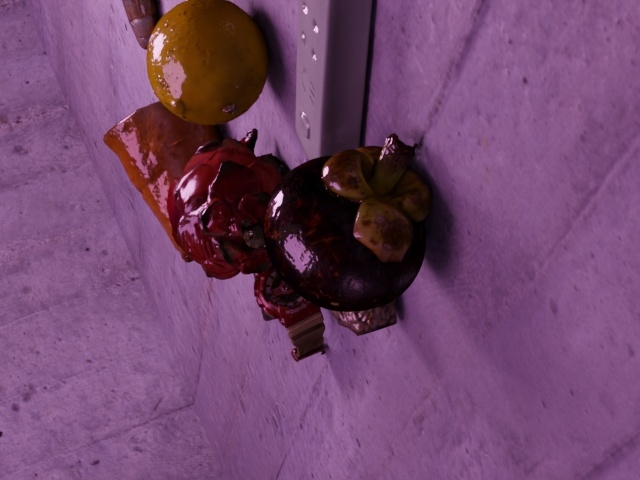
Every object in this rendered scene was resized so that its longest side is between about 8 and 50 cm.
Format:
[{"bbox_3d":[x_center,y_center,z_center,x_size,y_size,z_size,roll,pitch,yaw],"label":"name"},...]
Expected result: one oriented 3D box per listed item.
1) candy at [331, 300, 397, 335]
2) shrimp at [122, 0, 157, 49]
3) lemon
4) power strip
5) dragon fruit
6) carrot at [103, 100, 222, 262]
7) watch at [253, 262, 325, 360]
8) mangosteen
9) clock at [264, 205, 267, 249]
[{"bbox_3d":[0.055,0.063,1.678,0.095,0.085,0.110,35,132,49],"label":"candy"},{"bbox_3d":[-0.341,-0.468,2.370,0.145,0.059,0.254,-114,9,-49],"label":"shrimp"},{"bbox_3d":[-0.158,-0.255,1.824,0.206,0.173,0.173,-93,0,-45],"label":"lemon"},{"bbox_3d":[0.011,-0.213,1.515,0.385,0.062,0.091,94,155,-52],"label":"power strip"},{"bbox_3d":[-0.139,-0.053,1.967,0.274,0.193,0.192,-118,9,-60],"label":"dragon fruit"},{"bbox_3d":[-0.236,-0.103,2.229,0.254,0.196,0.196,65,163,4],"label":"carrot"},{"bbox_3d":[-0.051,0.116,2.071,0.165,0.102,0.268,60,169,27],"label":"watch"},{"bbox_3d":[0.039,-0.029,1.463,0.192,0.192,0.217,58,136,36],"label":"mangosteen"},{"bbox_3d":[-0.018,-0.030,1.681,0.147,0.108,0.045,-49,39,49],"label":"clock"}]
